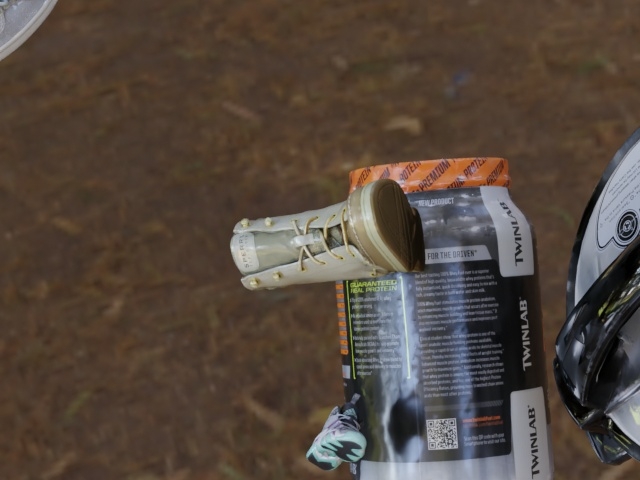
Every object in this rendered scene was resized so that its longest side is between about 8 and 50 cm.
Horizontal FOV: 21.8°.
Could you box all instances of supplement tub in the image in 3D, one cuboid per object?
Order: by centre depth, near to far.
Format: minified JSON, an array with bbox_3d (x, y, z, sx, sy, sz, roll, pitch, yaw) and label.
[{"bbox_3d":[0.121,0.092,1.668,0.207,0.338,0.207,-4,-1,0],"label":"supplement tub"}]

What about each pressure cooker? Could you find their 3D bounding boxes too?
[{"bbox_3d":[0.422,0.049,1.417,0.420,0.370,0.375,12,1,-35],"label":"pressure cooker"}]

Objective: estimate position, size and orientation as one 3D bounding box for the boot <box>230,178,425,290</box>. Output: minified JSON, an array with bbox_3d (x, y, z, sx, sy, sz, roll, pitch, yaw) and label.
[{"bbox_3d":[0.000,0.000,1.453,0.165,0.077,0.213,-6,-8,10],"label":"boot"}]

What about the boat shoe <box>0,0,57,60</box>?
[{"bbox_3d":[-0.430,-0.240,1.811,0.320,0.103,0.118,-27,62,-5],"label":"boat shoe"}]

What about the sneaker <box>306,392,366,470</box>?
[{"bbox_3d":[0.024,0.169,1.519,0.069,0.038,0.098,-62,14,-26],"label":"sneaker"}]
